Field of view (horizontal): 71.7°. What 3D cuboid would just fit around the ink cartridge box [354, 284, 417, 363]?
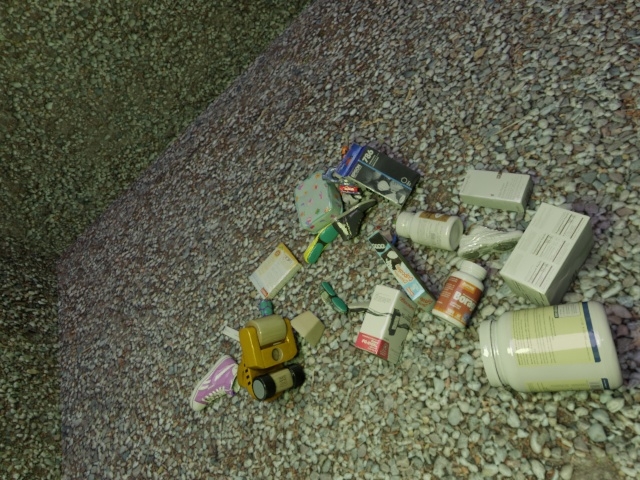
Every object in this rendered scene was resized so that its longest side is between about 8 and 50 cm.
[{"bbox_3d":[0.239,0.301,1.596,0.100,0.172,0.237,12,73,39],"label":"ink cartridge box"}]

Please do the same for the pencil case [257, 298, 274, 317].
[{"bbox_3d":[-0.242,0.343,1.992,0.070,0.064,0.152,-16,54,5],"label":"pencil case"}]

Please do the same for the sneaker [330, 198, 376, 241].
[{"bbox_3d":[0.166,-0.088,1.940,0.222,0.083,0.118,-30,82,-1],"label":"sneaker"}]

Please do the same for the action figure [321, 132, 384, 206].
[{"bbox_3d":[0.196,-0.304,2.011,0.341,0.178,0.330,16,81,11],"label":"action figure"}]

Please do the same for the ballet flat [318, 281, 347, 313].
[{"bbox_3d":[0.049,0.253,1.844,0.070,0.070,0.188,-44,47,8],"label":"ballet flat"}]

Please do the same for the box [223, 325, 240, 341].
[{"bbox_3d":[-0.306,0.426,1.911,0.145,0.186,0.038,13,74,39],"label":"box"}]

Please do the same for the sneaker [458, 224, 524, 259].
[{"bbox_3d":[0.597,-0.013,1.570,0.232,0.090,0.115,-14,55,28],"label":"sneaker"}]

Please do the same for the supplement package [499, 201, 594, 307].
[{"bbox_3d":[0.705,0.055,1.373,0.145,0.204,0.262,30,85,41],"label":"supplement package"}]

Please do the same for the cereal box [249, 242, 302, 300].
[{"bbox_3d":[-0.213,0.148,2.090,0.240,0.047,0.173,-47,48,6],"label":"cereal box"}]

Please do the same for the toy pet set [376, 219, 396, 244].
[{"bbox_3d":[0.293,-0.025,1.828,0.122,0.065,0.114,-19,21,23],"label":"toy pet set"}]

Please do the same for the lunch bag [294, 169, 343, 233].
[{"bbox_3d":[-0.014,-0.180,2.080,0.224,0.108,0.279,-36,47,29],"label":"lunch bag"}]

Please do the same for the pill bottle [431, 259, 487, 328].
[{"bbox_3d":[0.482,0.183,1.520,0.121,0.121,0.216,24,81,41],"label":"pill bottle"}]

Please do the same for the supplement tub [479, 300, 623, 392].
[{"bbox_3d":[0.644,0.307,1.259,0.324,0.235,0.235,-14,58,30],"label":"supplement tub"}]

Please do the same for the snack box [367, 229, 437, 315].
[{"bbox_3d":[0.309,0.118,1.637,0.060,0.187,0.322,-41,49,10],"label":"snack box"}]

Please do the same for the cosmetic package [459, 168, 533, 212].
[{"bbox_3d":[0.644,-0.186,1.632,0.231,0.085,0.117,14,74,38],"label":"cosmetic package"}]

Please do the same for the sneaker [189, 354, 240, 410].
[{"bbox_3d":[-0.453,0.660,1.949,0.161,0.102,0.282,34,87,39],"label":"sneaker"}]

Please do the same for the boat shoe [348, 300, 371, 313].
[{"bbox_3d":[0.169,0.268,1.755,0.125,0.038,0.046,-9,19,26],"label":"boat shoe"}]

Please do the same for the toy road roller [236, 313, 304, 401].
[{"bbox_3d":[-0.236,0.478,1.786,0.240,0.202,0.330,-19,81,45],"label":"toy road roller"}]

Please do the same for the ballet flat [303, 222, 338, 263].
[{"bbox_3d":[0.000,0.000,2.005,0.231,0.077,0.077,-53,31,2],"label":"ballet flat"}]

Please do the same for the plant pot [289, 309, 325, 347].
[{"bbox_3d":[-0.046,0.354,1.823,0.096,0.109,0.109,-46,47,-10],"label":"plant pot"}]

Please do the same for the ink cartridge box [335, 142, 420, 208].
[{"bbox_3d":[0.239,-0.285,1.882,0.332,0.065,0.165,29,85,10],"label":"ink cartridge box"}]

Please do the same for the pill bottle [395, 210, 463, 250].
[{"bbox_3d":[0.411,-0.045,1.690,0.229,0.131,0.131,14,75,40],"label":"pill bottle"}]
